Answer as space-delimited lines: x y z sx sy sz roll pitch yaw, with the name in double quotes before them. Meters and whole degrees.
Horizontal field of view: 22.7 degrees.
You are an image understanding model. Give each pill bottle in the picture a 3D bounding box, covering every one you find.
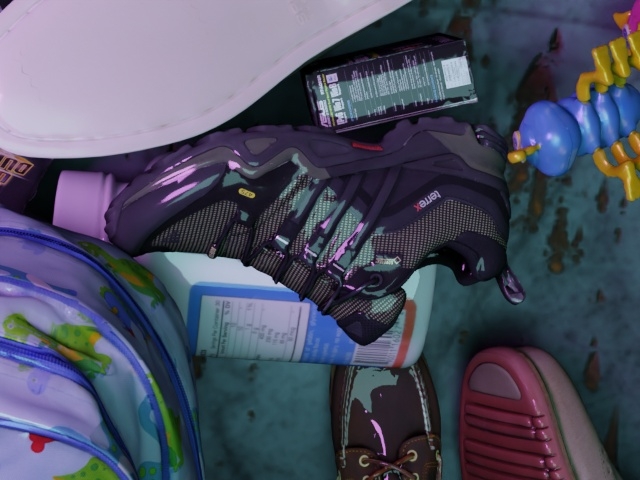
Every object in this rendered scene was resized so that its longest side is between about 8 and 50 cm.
"pill bottle" -0.048 0.009 0.957 0.222 0.124 0.124 5 107 -5

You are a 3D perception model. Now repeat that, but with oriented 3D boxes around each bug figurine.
"bug figurine" 0.161 -0.170 0.898 0.216 0.072 0.279 -20 101 -33

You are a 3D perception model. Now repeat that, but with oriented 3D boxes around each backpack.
"backpack" -0.186 0.158 0.833 0.290 0.273 0.355 14 98 1

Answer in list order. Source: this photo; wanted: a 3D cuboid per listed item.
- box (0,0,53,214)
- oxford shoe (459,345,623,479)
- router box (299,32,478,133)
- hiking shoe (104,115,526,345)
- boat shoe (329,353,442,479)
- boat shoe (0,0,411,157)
"box" -0.235 -0.183 0.865 0.296 0.073 0.293 22 107 -31
"oxford shoe" 0.194 0.211 1.062 0.130 0.123 0.348 -28 108 -23
"router box" 0.037 -0.093 0.931 0.092 0.122 0.038 -14 99 -1
"hiking shoe" 0.000 0.000 0.856 0.227 0.086 0.114 -7 75 -9
"boat shoe" 0.047 0.156 1.038 0.073 0.073 0.207 -7 107 -1
"boat shoe" -0.058 -0.123 0.876 0.305 0.091 0.109 -28 96 -20
